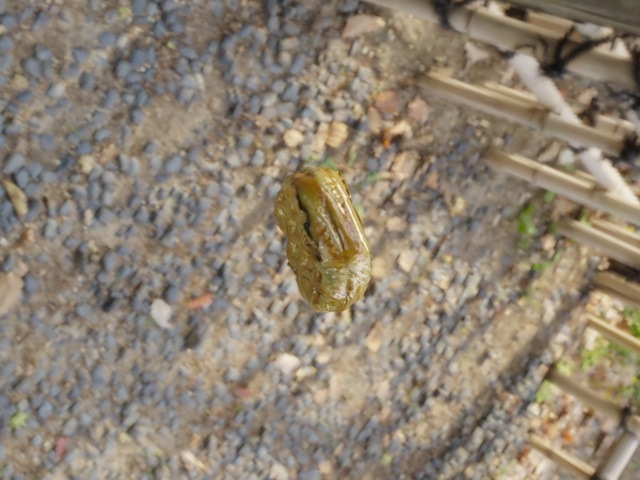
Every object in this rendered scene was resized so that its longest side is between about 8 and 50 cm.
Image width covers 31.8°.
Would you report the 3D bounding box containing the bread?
[{"bbox_3d":[0.000,0.000,0.828,0.044,0.110,0.083,-12,164,-24],"label":"bread"}]
